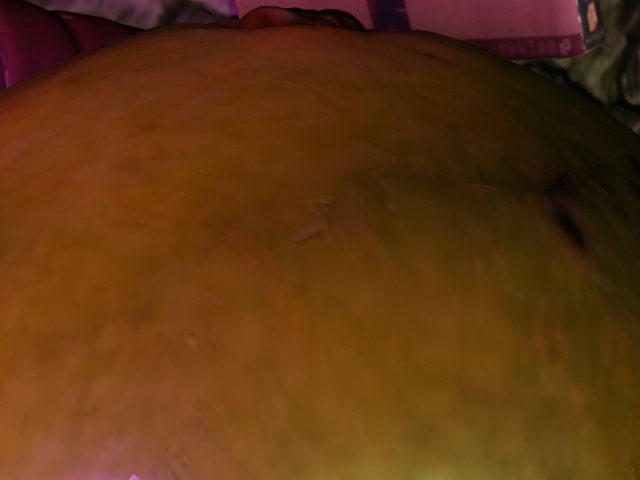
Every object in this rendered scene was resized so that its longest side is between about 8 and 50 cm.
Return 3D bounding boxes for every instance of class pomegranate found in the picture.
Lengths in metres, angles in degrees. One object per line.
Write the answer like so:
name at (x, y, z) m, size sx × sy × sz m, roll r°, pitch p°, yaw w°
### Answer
pomegranate at (0.017, 0.110, 0.462) m, size 0.309 × 0.216 × 0.359 m, roll -2°, pitch 89°, yaw -45°

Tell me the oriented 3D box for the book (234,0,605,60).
book at (0.012, -0.176, 0.602) m, size 0.026 × 0.161 × 0.231 m, roll -33°, pitch 117°, yaw -43°

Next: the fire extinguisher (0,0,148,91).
fire extinguisher at (0.000, 0.000, 0.656) m, size 0.337 × 0.114 × 0.135 m, roll 8°, pitch 109°, yaw -37°
